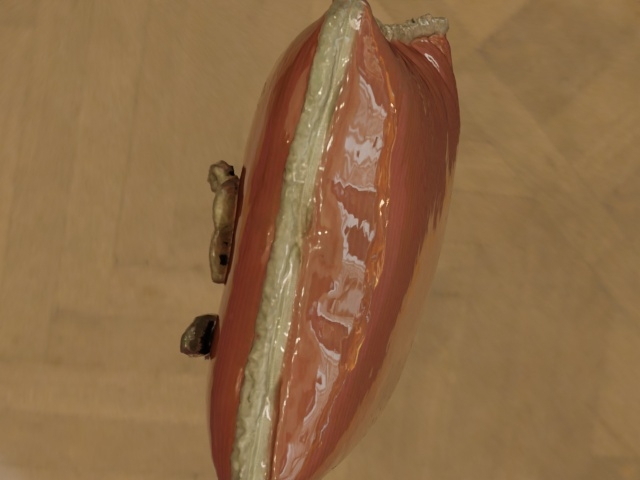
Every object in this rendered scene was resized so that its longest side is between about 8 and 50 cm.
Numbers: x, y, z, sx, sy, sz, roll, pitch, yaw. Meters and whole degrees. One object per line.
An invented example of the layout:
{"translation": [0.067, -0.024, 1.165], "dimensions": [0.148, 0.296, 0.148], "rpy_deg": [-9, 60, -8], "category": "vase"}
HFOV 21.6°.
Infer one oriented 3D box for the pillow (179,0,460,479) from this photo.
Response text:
{"translation": [0.000, 0.000, 0.577], "dimensions": [0.075, 0.179, 0.171], "rpy_deg": [14, 97, 9], "category": "pillow"}
